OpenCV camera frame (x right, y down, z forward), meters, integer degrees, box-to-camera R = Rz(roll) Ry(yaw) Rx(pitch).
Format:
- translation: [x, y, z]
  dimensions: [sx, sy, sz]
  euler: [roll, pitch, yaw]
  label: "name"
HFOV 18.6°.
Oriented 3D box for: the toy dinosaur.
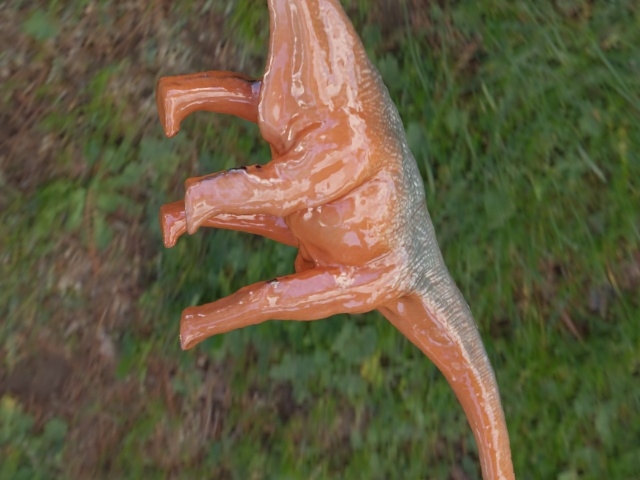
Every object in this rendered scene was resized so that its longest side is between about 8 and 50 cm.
- translation: [0.001, 0.003, 0.621]
  dimensions: [0.101, 0.055, 0.280]
  euler: [-10, 121, 1]
  label: "toy dinosaur"
